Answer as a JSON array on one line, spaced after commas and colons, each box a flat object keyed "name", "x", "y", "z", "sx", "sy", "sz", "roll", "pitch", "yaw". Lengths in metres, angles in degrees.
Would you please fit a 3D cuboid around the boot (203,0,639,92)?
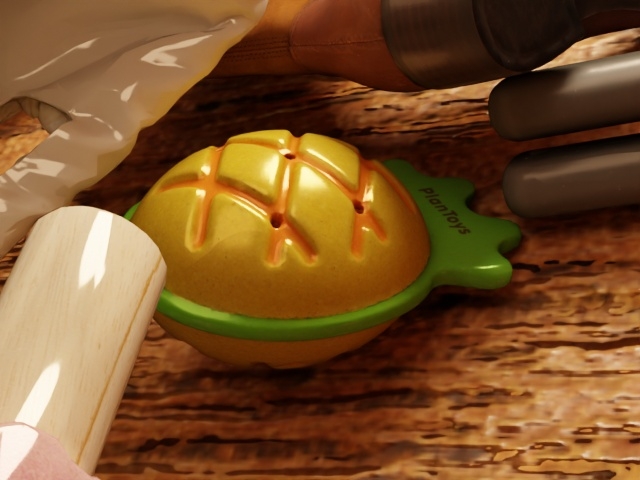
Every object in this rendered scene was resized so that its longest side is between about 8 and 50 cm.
[{"name": "boot", "x": 0.052, "y": -0.130, "z": 0.775, "sx": 0.280, "sy": 0.096, "sz": 0.264, "roll": 1, "pitch": 29, "yaw": 47}]

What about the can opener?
[{"name": "can opener", "x": 0.217, "y": -0.063, "z": 0.654, "sx": 0.280, "sy": 0.074, "sz": 0.093, "roll": -10, "pitch": 9, "yaw": 11}]

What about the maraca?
[{"name": "maraca", "x": 0.000, "y": 0.000, "z": 0.654, "sx": 0.185, "sy": 0.099, "sz": 0.127, "roll": -10, "pitch": 39, "yaw": -25}]

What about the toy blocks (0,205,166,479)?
[{"name": "toy blocks", "x": -0.226, "y": 0.137, "z": 0.412, "sx": 0.309, "sy": 0.289, "sz": 0.260, "roll": 15, "pitch": 47, "yaw": 0}]

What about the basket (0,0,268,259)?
[{"name": "basket", "x": -0.262, "y": -0.145, "z": 0.622, "sx": 0.328, "sy": 0.331, "sz": 0.266, "roll": -44, "pitch": 41, "yaw": -12}]
